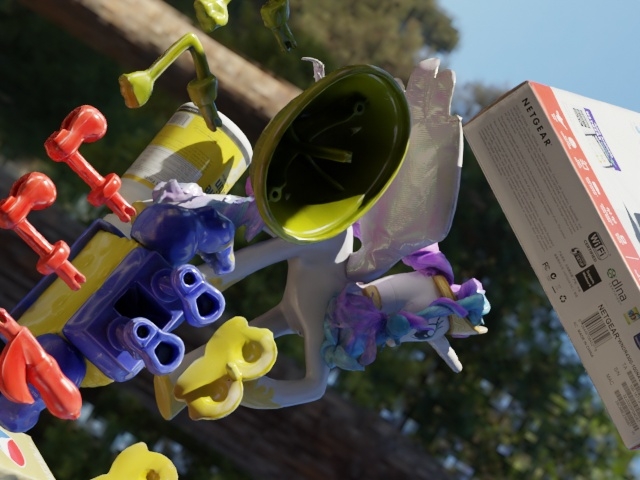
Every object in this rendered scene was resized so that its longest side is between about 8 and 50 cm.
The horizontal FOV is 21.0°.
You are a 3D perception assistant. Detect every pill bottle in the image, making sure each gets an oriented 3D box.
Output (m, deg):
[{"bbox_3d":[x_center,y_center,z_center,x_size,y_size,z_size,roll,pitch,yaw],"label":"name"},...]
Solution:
[{"bbox_3d":[-0.165,-0.057,1.915,0.184,0.103,0.103,-53,-173,-21],"label":"pill bottle"}]

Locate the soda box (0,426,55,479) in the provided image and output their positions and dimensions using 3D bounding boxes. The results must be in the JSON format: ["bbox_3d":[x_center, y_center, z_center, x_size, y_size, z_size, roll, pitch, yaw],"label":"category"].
[{"bbox_3d":[-0.279,0.175,1.353,0.061,0.058,0.181,-38,153,4],"label":"soda box"}]

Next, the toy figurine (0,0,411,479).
[{"bbox_3d":[-0.133,0.005,1.103,0.362,0.191,0.217,-51,-160,-19],"label":"toy figurine"}]

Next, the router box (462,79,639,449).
[{"bbox_3d":[0.302,0.025,1.625,0.082,0.335,0.301,-35,160,26],"label":"router box"}]

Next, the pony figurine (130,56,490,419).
[{"bbox_3d":[0.000,0.000,1.757,0.303,0.363,0.351,19,-61,63],"label":"pony figurine"}]
